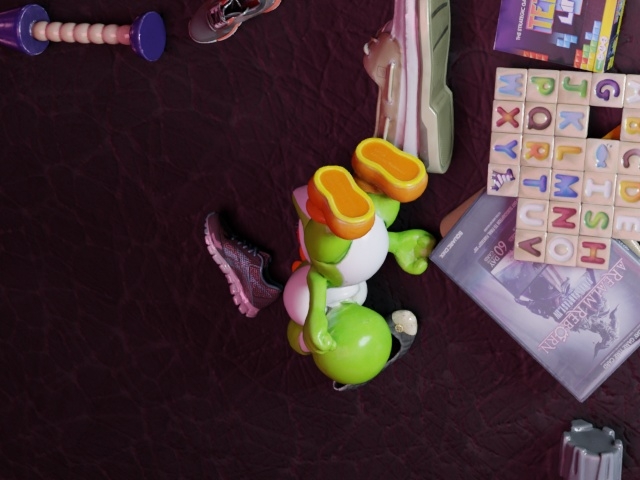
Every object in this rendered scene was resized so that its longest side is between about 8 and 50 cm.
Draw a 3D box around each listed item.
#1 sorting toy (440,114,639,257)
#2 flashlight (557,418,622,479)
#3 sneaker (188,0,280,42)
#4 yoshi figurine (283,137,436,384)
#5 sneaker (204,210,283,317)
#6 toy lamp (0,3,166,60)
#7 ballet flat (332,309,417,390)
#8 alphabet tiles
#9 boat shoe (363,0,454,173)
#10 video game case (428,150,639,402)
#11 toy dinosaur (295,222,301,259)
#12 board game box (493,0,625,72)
[{"bbox_3d":[0.324,-0.012,1.550,0.307,0.041,0.229,-38,84,33],"label":"sorting toy"},{"bbox_3d":[0.358,0.403,1.644,0.103,0.103,0.304,12,114,26],"label":"flashlight"},{"bbox_3d":[-0.128,-0.314,1.661,0.158,0.065,0.061,-25,95,33],"label":"sneaker"},{"bbox_3d":[0.049,0.058,1.615,0.203,0.203,0.362,8,138,-6],"label":"yoshi figurine"},{"bbox_3d":[-0.110,0.026,1.792,0.076,0.065,0.166,-25,99,17],"label":"sneaker"},{"bbox_3d":[-0.359,-0.305,1.785,0.275,0.080,0.080,7,111,23],"label":"toy lamp"},{"bbox_3d":[0.080,0.161,1.736,0.057,0.049,0.173,44,123,6],"label":"ballet flat"},{"bbox_3d":[0.301,-0.087,1.489,0.198,0.009,0.237,6,99,22],"label":"alphabet tiles"},{"bbox_3d":[0.105,-0.230,1.539,0.103,0.113,0.302,5,111,21],"label":"boat shoe"},{"bbox_3d":[0.292,0.046,1.547,0.274,0.026,0.196,45,122,13],"label":"video game case"},{"bbox_3d":[0.000,0.000,1.727,0.090,0.047,0.082,16,134,11],"label":"toy dinosaur"},{"bbox_3d":[0.290,-0.298,1.452,0.141,0.048,0.170,15,115,22],"label":"board game box"}]
